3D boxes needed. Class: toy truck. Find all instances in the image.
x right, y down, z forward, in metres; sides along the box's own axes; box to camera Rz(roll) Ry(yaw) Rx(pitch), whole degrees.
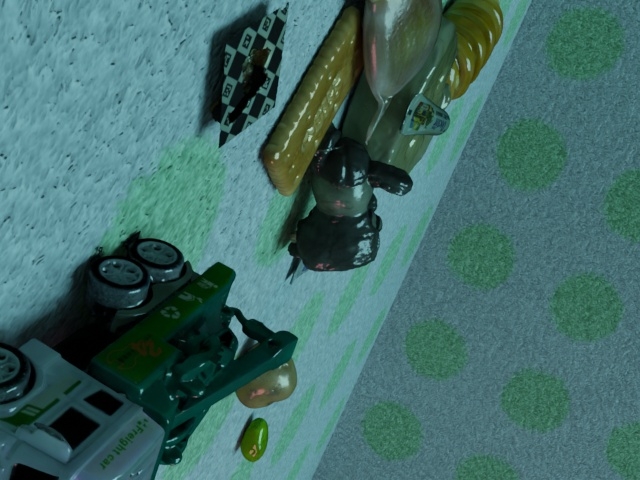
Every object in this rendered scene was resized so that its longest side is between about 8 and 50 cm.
[{"bbox_3d":[-0.175,0.130,0.739,0.363,0.178,0.176,-38,152,-58],"label":"toy truck"}]

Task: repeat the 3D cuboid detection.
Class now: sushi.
[{"bbox_3d":[-0.080,-0.176,0.844,0.120,0.026,0.126,-46,155,-47],"label":"sushi"}]

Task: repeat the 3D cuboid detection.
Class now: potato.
[{"bbox_3d":[-0.097,0.244,1.457,0.112,0.112,0.147,-52,170,-44],"label":"potato"}]

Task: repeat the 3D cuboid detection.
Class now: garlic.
[{"bbox_3d":[0.107,-0.277,1.160,0.148,0.128,0.266,-22,132,-17],"label":"garlic"}]

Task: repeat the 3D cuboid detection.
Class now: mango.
[{"bbox_3d":[-0.142,0.432,1.771,0.073,0.056,0.108,-55,164,-56],"label":"mango"}]

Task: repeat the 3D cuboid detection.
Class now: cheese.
[{"bbox_3d":[0.148,-0.253,1.413,0.318,0.115,0.326,-49,162,-47],"label":"cheese"}]

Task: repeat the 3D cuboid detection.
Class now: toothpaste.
[{"bbox_3d":[0.173,-0.195,1.309,0.067,0.037,0.255,-66,162,12],"label":"toothpaste"}]

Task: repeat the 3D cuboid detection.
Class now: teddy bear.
[{"bbox_3d":[0.052,-0.069,1.304,0.144,0.171,0.251,-84,-173,-64],"label":"teddy bear"}]

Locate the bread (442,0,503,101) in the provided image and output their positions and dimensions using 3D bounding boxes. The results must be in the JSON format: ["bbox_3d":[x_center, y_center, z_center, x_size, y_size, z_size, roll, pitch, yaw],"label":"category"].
[{"bbox_3d":[0.283,-0.388,1.682,0.311,0.121,0.173,-55,166,-31],"label":"bread"}]

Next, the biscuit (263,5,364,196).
[{"bbox_3d":[-0.002,-0.187,1.123,0.249,0.030,0.160,-61,168,-12],"label":"biscuit"}]

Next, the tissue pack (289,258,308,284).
[{"bbox_3d":[0.000,0.000,1.533,0.193,0.026,0.122,-40,154,-61],"label":"tissue pack"}]
